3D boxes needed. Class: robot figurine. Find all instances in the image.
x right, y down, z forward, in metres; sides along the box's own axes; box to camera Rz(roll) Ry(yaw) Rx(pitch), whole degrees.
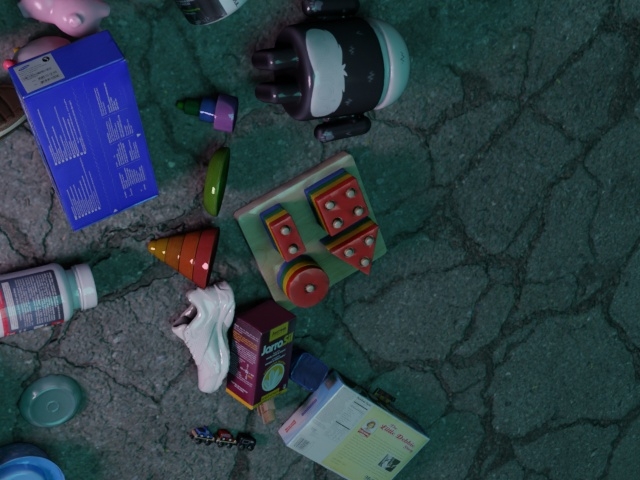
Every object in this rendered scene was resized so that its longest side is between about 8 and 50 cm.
[{"bbox_3d":[0.021,-0.304,1.841,0.278,0.173,0.209,-11,143,-23],"label":"robot figurine"}]

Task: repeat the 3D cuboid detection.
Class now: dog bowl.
[{"bbox_3d":[-0.633,0.491,1.971,0.297,0.074,0.166,-27,125,-12],"label":"dog bowl"}]

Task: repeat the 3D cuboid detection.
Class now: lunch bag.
[{"bbox_3d":[-0.037,0.268,2.174,0.098,0.065,0.067,39,78,-36],"label":"lunch bag"}]

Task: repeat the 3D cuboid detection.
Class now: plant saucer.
[{"bbox_3d":[-0.509,0.310,1.973,0.119,0.021,0.119,-13,121,-22],"label":"plant saucer"}]

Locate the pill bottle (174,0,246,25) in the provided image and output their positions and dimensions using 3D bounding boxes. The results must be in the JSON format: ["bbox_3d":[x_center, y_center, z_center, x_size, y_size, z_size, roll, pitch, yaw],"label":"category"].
[{"bbox_3d":[-0.216,-0.474,1.647,0.130,0.130,0.246,-37,127,-6],"label":"pill bottle"}]

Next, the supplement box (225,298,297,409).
[{"bbox_3d":[-0.118,0.227,2.073,0.104,0.081,0.188,-23,132,-43],"label":"supplement box"}]

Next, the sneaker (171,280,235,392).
[{"bbox_3d":[-0.235,0.188,2.024,0.115,0.090,0.232,0,106,-20],"label":"sneaker"}]

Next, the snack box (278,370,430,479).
[{"bbox_3d":[0.081,0.434,2.323,0.187,0.060,0.322,-48,127,7],"label":"snack box"}]

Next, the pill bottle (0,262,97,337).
[{"bbox_3d":[-0.488,0.098,1.818,0.180,0.108,0.108,-13,121,-21],"label":"pill bottle"}]

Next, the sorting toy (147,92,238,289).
[{"bbox_3d":[-0.235,-0.092,1.878,0.126,0.127,0.366,10,110,0],"label":"sorting toy"}]

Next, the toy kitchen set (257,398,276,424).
[{"bbox_3d":[-0.142,0.344,2.160,0.075,0.083,0.068,-5,159,-26],"label":"toy kitchen set"}]

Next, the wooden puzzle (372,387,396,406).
[{"bbox_3d":[0.131,0.361,2.347,0.083,0.006,0.049,34,97,-36],"label":"wooden puzzle"}]

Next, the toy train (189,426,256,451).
[{"bbox_3d":[-0.203,0.416,2.187,0.158,0.027,0.036,15,104,-33],"label":"toy train"}]

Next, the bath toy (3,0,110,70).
[{"bbox_3d":[-0.399,-0.382,1.596,0.129,0.151,0.348,-3,126,-43],"label":"bath toy"}]

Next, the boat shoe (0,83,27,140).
[{"bbox_3d":[-0.575,-0.164,1.662,0.257,0.095,0.095,-27,159,-16],"label":"boat shoe"}]

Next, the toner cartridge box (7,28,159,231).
[{"bbox_3d":[-0.371,-0.167,1.675,0.165,0.075,0.348,-24,149,-15],"label":"toner cartridge box"}]

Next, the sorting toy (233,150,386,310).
[{"bbox_3d":[0.000,0.000,2.036,0.257,0.089,0.255,-30,126,-11],"label":"sorting toy"}]
